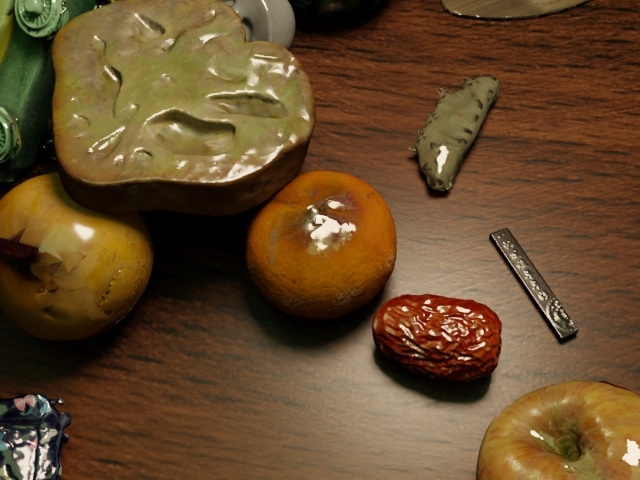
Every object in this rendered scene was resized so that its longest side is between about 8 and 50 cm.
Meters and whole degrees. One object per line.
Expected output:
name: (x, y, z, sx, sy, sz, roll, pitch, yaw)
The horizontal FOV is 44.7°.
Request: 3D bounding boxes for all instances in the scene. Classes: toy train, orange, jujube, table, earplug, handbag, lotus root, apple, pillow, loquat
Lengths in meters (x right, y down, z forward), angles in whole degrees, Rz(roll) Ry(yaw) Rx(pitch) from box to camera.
toy train: (-0.487, -0.297, 1.222, 0.253, 0.160, 0.397, 34, 111, 14)
orange: (0.000, 0.000, 1.104, 0.224, 0.170, 0.224, -1, 62, 2)
jujube: (0.158, 0.131, 1.063, 0.176, 0.109, 0.112, 7, 25, 17)
table: (0.350, -0.589, 1.358, 0.317, 0.249, 0.317, -2, 61, 3)
earplug: (-0.192, -0.322, 1.308, 0.325, 0.175, 0.214, -31, 83, -4)
handbag: (-0.459, 0.281, 1.017, 0.260, 0.113, 0.162, -5, 67, 0)
lotus root: (-0.208, -0.183, 1.080, 0.390, 0.111, 0.375, 32, 60, 13)
apple: (0.307, 0.283, 0.888, 0.260, 0.194, 0.261, -29, 24, 14)
pillow: (0.210, -0.186, 1.259, 0.093, 0.051, 0.241, 23, 68, 16)
loquat: (-0.349, 0.022, 1.085, 0.234, 0.235, 0.235, -2, 61, 3)

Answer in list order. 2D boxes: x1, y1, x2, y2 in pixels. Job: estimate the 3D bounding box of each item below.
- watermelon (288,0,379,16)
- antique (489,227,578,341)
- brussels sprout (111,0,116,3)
watermelon: (0.030, -0.520, 1.347, 0.268, 0.269, 0.269, -2, 61, 3)
antique: (0.309, 0.060, 1.136, 0.031, 0.015, 0.192, -24, 62, -9)
brussels sprout: (-0.446, -0.376, 1.358, 0.223, 0.161, 0.223, -3, 81, 16)
